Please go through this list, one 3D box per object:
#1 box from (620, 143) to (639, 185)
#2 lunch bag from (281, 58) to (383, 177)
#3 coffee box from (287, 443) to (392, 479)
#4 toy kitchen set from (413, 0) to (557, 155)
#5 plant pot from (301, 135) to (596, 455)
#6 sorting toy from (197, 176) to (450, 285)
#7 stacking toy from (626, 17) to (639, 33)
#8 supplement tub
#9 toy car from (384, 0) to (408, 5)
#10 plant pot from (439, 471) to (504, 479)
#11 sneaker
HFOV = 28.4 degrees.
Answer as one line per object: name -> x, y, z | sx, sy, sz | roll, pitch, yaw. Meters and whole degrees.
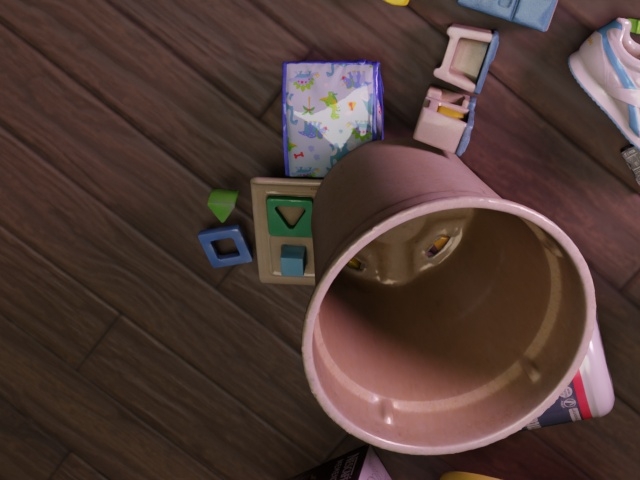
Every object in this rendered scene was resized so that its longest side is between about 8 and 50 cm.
box -> 0.444, -0.109, 1.648 | 0.083, 0.018, 0.067 | -30, 103, 17
lunch bag -> 0.017, -0.163, 1.652 | 0.128, 0.096, 0.151 | 1, 119, 9
coffee box -> 0.007, 0.421, 1.751 | 0.168, 0.297, 0.119 | -27, 100, 17
toy kitchen set -> 0.207, -0.220, 1.565 | 0.122, 0.166, 0.207 | 18, 111, 3
plant pot -> 0.121, 0.032, 1.521 | 0.333, 0.305, 0.334 | -4, 119, -8
sorting toy -> 0.000, 0.000, 1.703 | 0.347, 0.047, 0.196 | 2, 131, 7
stacking toy -> 0.496, -0.327, 1.546 | 0.221, 0.052, 0.167 | 6, 110, 7
supplement tub -> 0.240, 0.162, 1.682 | 0.272, 0.191, 0.191 | -13, 107, 13
toy car -> 0.127, -0.438, 1.562 | 0.239, 0.053, 0.225 | -31, 102, 17
plant pot -> 0.249, 0.468, 1.710 | 0.254, 0.254, 0.239 | 20, 74, 1
sneaker -> 0.416, -0.174, 1.573 | 0.229, 0.087, 0.092 | 45, 125, 1
